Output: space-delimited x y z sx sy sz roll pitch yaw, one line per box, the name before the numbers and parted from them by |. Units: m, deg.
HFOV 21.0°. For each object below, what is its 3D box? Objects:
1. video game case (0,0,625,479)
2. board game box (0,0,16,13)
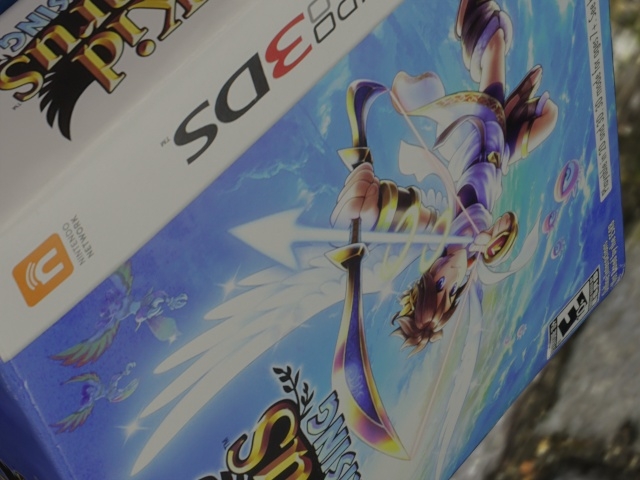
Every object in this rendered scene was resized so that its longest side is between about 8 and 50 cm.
video game case | 0.000 0.000 0.543 0.244 0.061 0.269 -45 145 -22
board game box | -0.154 -0.091 0.467 0.168 0.033 0.133 -36 137 -11
